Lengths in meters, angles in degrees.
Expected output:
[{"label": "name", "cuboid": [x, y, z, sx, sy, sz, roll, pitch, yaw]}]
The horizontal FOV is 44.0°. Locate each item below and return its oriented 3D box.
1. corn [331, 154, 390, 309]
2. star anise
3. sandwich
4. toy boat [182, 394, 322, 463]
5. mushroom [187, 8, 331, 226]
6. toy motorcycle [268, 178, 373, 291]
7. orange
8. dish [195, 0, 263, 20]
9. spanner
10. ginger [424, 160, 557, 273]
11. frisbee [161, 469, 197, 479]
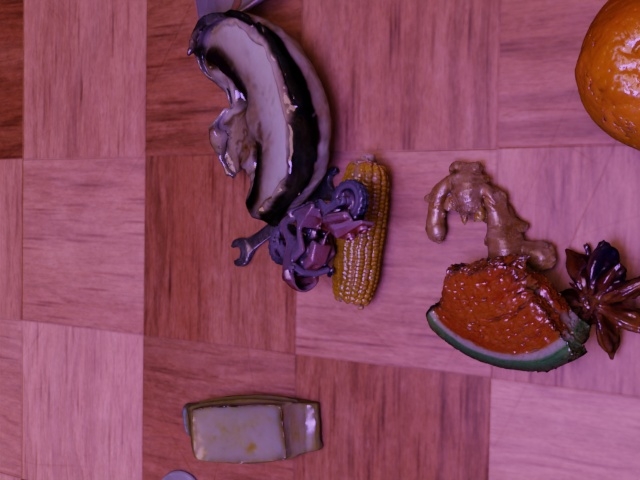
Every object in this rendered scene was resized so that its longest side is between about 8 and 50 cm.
[{"label": "corn", "cuboid": [0.060, -0.013, 1.208, 0.080, 0.080, 0.238, 12, 101, 29]}, {"label": "star anise", "cuboid": [0.365, 0.077, 1.030, 0.168, 0.057, 0.168, 12, 104, 62]}, {"label": "sandwich", "cuboid": [0.246, 0.095, 1.080, 0.235, 0.079, 0.159, -15, 96, 52]}, {"label": "toy boat", "cuboid": [-0.133, 0.315, 1.324, 0.276, 0.084, 0.111, -5, 91, 29]}, {"label": "mushroom", "cuboid": [-0.088, -0.203, 1.262, 0.247, 0.130, 0.344, -46, 63, 44]}, {"label": "toy motorcycle", "cuboid": [0.000, 0.000, 1.159, 0.212, 0.084, 0.118, -33, 59, 40]}, {"label": "orange", "cuboid": [0.416, -0.208, 0.936, 0.219, 0.193, 0.219, -6, 74, 23]}, {"label": "dish", "cuboid": [-0.149, -0.470, 1.315, 0.151, 0.077, 0.213, -21, 81, 27]}, {"label": "spanner", "cuboid": [-0.059, -0.035, 1.310, 0.254, 0.015, 0.054, -36, 73, 26]}, {"label": "ginger", "cuboid": [0.231, -0.029, 1.124, 0.193, 0.052, 0.176, -5, 94, 31]}, {"label": "frisbee", "cuboid": [-0.254, 0.472, 1.436, 0.110, 0.014, 0.110, 1, 91, 30]}]
